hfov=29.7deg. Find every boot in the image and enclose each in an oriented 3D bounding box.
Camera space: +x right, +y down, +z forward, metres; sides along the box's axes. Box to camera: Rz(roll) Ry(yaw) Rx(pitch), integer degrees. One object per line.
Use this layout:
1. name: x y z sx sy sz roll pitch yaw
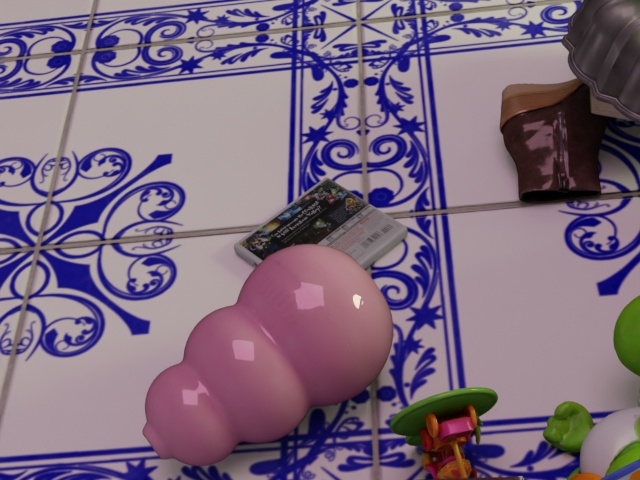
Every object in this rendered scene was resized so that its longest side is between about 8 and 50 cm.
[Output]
1. boot: 0.397 -0.150 1.808 0.248 0.090 0.207 -6 59 -2

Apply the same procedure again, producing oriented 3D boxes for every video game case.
1. video game case: 0.000 0.000 1.749 0.190 0.022 0.173 -37 51 -24

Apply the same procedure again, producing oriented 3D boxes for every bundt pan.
1. bundt pan: 0.520 -0.298 1.714 0.331 0.124 0.331 5 47 -5

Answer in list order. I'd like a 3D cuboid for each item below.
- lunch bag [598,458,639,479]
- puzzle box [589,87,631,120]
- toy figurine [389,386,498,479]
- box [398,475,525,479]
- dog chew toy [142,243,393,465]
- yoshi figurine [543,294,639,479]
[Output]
1. lunch bag: 0.373 0.351 1.102 0.385 0.239 0.328 -26 84 -19
2. puzzle box: 0.603 -0.260 1.812 0.409 0.052 0.272 9 47 -1
3. toy figurine: 0.158 0.274 1.380 0.130 0.173 0.159 -10 64 -12
4. box: 0.130 0.356 1.225 0.203 0.168 0.167 -10 40 32
5. dog chew toy: -0.074 0.152 1.492 0.332 0.206 0.206 -35 49 -14
6. yoshi figurine: 0.354 0.191 1.378 0.203 0.203 0.362 21 49 36
